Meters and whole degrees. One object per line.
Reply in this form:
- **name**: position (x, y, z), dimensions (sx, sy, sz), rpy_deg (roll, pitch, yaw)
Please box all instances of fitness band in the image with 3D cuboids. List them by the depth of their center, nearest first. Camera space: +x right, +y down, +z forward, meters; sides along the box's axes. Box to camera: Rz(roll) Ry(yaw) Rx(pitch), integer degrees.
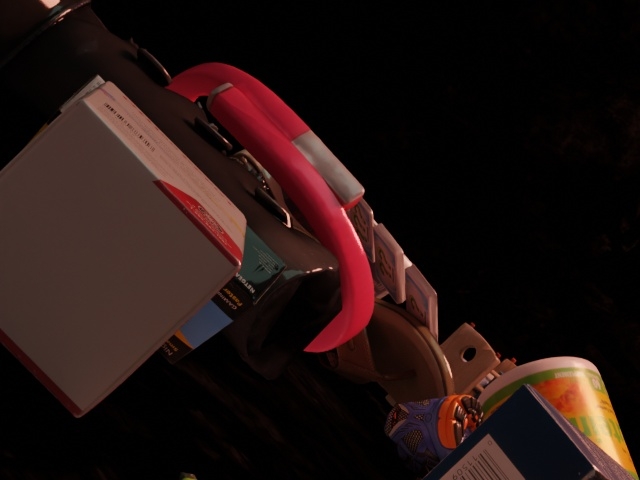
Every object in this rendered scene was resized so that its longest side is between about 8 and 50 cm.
- **fitness band**: position (-0.057, -0.028, 1.497), dimensions (0.291, 0.054, 0.209), rpy_deg (48, -38, 17)

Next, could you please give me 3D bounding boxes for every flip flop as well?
- **flip flop**: position (0.024, 0.091, 1.671), dimensions (0.277, 0.080, 0.112), rpy_deg (43, -36, 17)

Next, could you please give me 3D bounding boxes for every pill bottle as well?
- **pill bottle**: position (0.254, 0.254, 1.674), dimensions (0.136, 0.136, 0.245), rpy_deg (38, 30, -53)

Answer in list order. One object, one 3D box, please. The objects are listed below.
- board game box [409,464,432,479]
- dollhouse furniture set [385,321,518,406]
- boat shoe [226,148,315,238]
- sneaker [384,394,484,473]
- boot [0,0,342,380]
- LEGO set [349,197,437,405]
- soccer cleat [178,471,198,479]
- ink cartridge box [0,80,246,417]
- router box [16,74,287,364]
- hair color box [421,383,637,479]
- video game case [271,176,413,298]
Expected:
- **board game box**: position (0.163, 0.296, 1.515), dimensions (0.186, 0.026, 0.126), rpy_deg (44, 6, -21)
- **dollhouse furniture set**: position (0.194, 0.211, 1.828), dimensions (0.183, 0.129, 0.129), rpy_deg (50, 7, 38)
- **boat shoe**: position (-0.054, 0.006, 1.796), dimensions (0.227, 0.069, 0.081), rpy_deg (57, -36, 16)
- **sneaker**: position (0.122, 0.202, 1.604), dimensions (0.087, 0.083, 0.221), rpy_deg (5, -29, 21)
- **boot**: position (-0.179, -0.095, 1.312), dimensions (0.445, 0.146, 0.367), rpy_deg (52, 9, 16)
- **LEGO set**: position (0.061, 0.086, 1.744), dimensions (0.182, 0.060, 0.244), rpy_deg (54, -20, 39)
- **soccer cleat**: position (-0.025, 0.178, 0.854), dimensions (0.179, 0.060, 0.072), rpy_deg (32, 23, -43)
- **ink cartridge box**: position (-0.130, -0.002, 0.961), dimensions (0.128, 0.127, 0.176), rpy_deg (46, 6, -7)
- **router box**: position (-0.124, -0.010, 1.113), dimensions (0.179, 0.046, 0.133), rpy_deg (45, -36, -6)
- **hair color box**: position (0.201, 0.268, 1.231), dimensions (0.347, 0.174, 0.105), rpy_deg (41, 8, -40)
- **video game case**: position (0.000, 0.000, 1.849), dimensions (0.183, 0.023, 0.201), rpy_deg (49, -30, -2)
